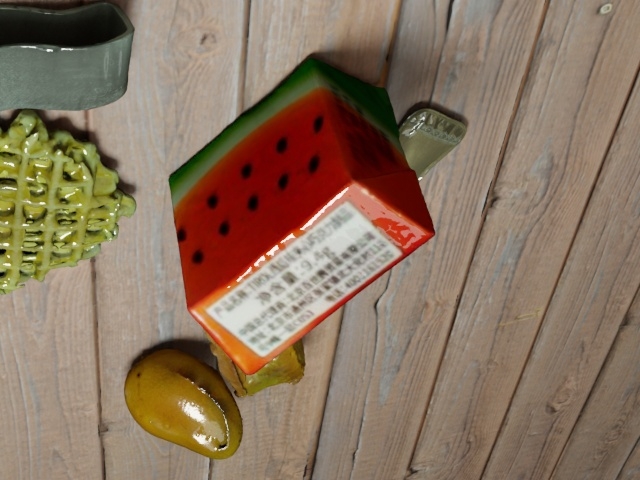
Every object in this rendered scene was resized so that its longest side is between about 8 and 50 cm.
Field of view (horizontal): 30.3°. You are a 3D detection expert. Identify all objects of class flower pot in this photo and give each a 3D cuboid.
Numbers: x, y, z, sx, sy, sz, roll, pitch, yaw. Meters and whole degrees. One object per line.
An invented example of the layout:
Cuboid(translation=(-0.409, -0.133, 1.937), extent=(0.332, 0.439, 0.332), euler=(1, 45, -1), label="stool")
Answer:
Cuboid(translation=(-0.356, -0.232, 1.508), extent=(0.229, 0.103, 0.108), euler=(-7, 139, -21), label="flower pot")

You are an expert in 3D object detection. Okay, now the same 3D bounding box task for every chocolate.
Cuboid(translation=(-0.045, -0.050, 1.690), extent=(0.360, 0.341, 0.161), euler=(-38, 129, 20), label="chocolate")

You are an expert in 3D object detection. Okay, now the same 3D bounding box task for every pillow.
Cuboid(translation=(0.135, -0.126, 1.921), extent=(0.130, 0.033, 0.217), euler=(18, 126, -40), label="pillow")

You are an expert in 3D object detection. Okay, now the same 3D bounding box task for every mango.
Cuboid(translation=(-0.233, 0.288, 2.066), extent=(0.166, 0.236, 0.136), euler=(-53, 175, 35), label="mango")

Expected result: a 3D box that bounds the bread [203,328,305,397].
Cuboid(translation=(-0.109, 0.190, 2.076), extent=(0.160, 0.147, 0.261), euler=(-17, 141, -3), label="bread")

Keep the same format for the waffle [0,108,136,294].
Cuboid(translation=(-0.435, -0.046, 1.704), extent=(0.297, 0.073, 0.317), euler=(-30, 141, 10), label="waffle")
